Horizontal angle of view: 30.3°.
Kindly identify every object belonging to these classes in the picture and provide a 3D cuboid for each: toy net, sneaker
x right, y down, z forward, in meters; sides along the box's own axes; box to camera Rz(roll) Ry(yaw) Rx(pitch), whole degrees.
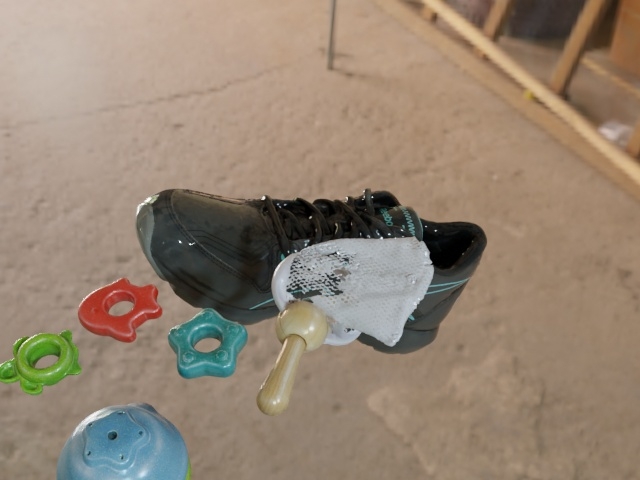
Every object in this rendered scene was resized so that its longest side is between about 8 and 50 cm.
[{"bbox_3d":[-0.047,0.056,0.637,0.232,0.045,0.122,-28,54,-18],"label":"toy net"},{"bbox_3d":[0.000,0.000,0.798,0.267,0.106,0.101,14,42,-39],"label":"sneaker"}]
